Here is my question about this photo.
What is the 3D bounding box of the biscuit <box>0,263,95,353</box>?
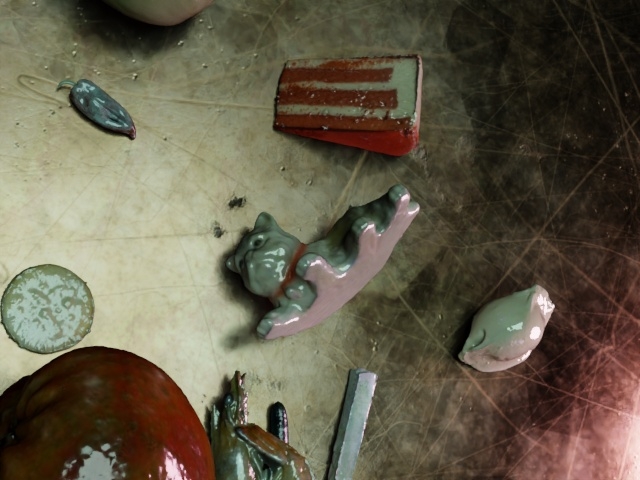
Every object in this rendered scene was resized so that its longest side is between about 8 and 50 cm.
[{"bbox_3d":[-0.437,0.109,1.772,0.152,0.020,0.152,4,78,-20],"label":"biscuit"}]

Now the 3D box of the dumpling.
[{"bbox_3d":[0.346,0.173,2.014,0.155,0.181,0.111,47,25,-37],"label":"dumpling"}]

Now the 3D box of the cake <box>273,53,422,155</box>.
[{"bbox_3d":[0.063,-0.247,2.015,0.262,0.159,0.158,3,76,16],"label":"cake"}]

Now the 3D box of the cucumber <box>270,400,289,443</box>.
[{"bbox_3d":[-0.069,0.337,1.858,0.032,0.032,0.133,1,78,-20],"label":"cucumber"}]

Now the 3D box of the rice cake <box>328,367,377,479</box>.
[{"bbox_3d":[0.053,0.323,1.905,0.043,0.034,0.211,22,72,-24],"label":"rice cake"}]

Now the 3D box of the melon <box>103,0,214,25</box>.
[{"bbox_3d":[-0.293,-0.504,1.826,0.308,0.271,0.272,29,71,-18],"label":"melon"}]

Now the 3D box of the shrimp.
[{"bbox_3d":[-0.095,0.368,1.807,0.168,0.077,0.317,-6,82,-6],"label":"shrimp"}]

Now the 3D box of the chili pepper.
[{"bbox_3d":[-0.369,-0.224,1.854,0.153,0.041,0.050,40,111,-9],"label":"chili pepper"}]

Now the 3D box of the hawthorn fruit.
[{"bbox_3d":[-0.328,0.375,1.587,0.402,0.403,0.403,4,78,-20],"label":"hawthorn fruit"}]

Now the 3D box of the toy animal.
[{"bbox_3d":[0.000,0.000,1.871,0.266,0.188,0.308,11,114,-50],"label":"toy animal"}]
